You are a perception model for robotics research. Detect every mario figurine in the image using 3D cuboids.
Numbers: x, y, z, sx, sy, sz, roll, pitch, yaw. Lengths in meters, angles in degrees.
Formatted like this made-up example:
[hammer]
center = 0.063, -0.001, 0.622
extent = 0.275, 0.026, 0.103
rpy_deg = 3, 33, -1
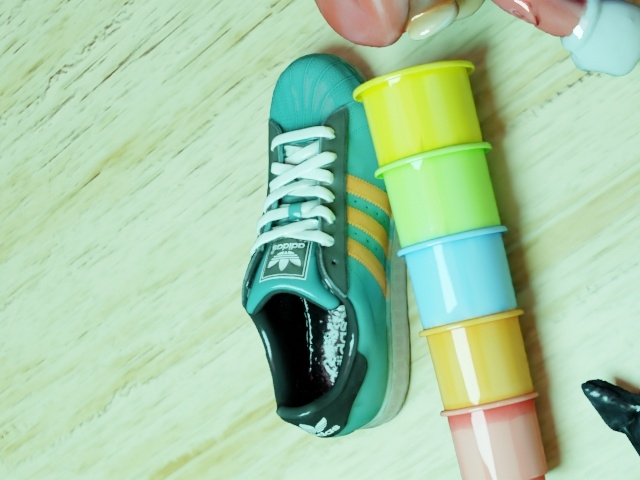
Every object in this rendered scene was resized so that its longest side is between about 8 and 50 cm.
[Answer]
[mario figurine]
center = 0.146, -0.222, 1.093
extent = 0.321, 0.170, 0.198
rpy_deg = -13, 42, 20

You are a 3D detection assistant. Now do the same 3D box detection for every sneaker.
[sneaker]
center = 0.000, 0.000, 1.152
extent = 0.108, 0.121, 0.302
rpy_deg = -10, 85, 29

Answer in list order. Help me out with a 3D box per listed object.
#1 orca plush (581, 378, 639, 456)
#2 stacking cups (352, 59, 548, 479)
[orca plush]
center = 0.282, 0.056, 0.983
extent = 0.287, 0.102, 0.151
rpy_deg = -27, 63, 40
[stacking cups]
center = 0.103, 0.029, 1.107
extent = 0.096, 0.096, 0.316
rpy_deg = -17, 82, 29
